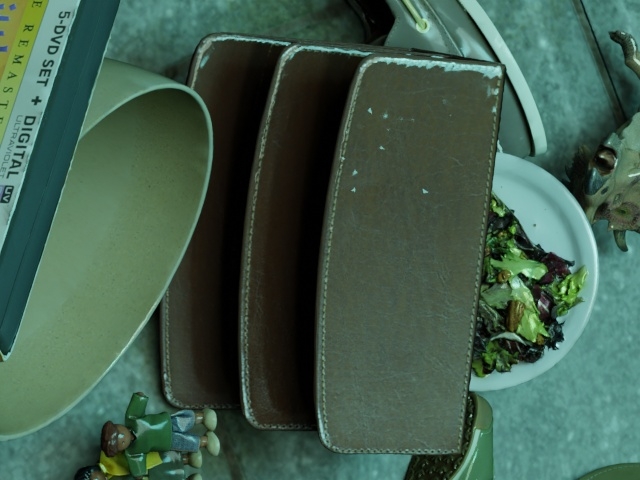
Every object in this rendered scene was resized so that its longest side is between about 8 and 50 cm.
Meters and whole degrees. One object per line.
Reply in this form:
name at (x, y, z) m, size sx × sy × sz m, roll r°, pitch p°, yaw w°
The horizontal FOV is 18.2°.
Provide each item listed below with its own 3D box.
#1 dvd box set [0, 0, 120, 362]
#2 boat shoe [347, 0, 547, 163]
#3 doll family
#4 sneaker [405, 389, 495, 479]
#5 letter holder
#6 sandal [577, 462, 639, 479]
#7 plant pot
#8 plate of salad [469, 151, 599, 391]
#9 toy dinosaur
dvd box set at (-0.362, -0.081, 1.297) m, size 0.420 × 0.062 × 0.308 m, roll 5°, pitch 60°, yaw 15°
boat shoe at (0.073, -0.190, 1.661) m, size 0.096 × 0.116 × 0.324 m, roll -35°, pitch 100°, yaw -11°
doll family at (-0.139, 0.212, 1.521) m, size 0.111 × 0.076 × 0.193 m, roll -3°, pitch 86°, yaw -30°
sneaker at (0.115, 0.227, 1.646) m, size 0.086 × 0.064 × 0.192 m, roll 35°, pitch 64°, yaw -32°
letter holder at (0.000, 0.000, 1.529) m, size 0.214 × 0.152 × 0.302 m, roll 3°, pitch 98°, yaw -22°
sandal at (0.232, 0.256, 1.690) m, size 0.240 × 0.088 × 0.079 m, roll -11°, pitch 124°, yaw -42°
plant pot at (-0.236, -0.026, 1.429) m, size 0.191 × 0.284 × 0.284 m, roll 29°, pitch 67°, yaw 18°
plate of salad at (0.129, 0.025, 1.640) m, size 0.200 × 0.048 × 0.200 m, roll 0°, pitch 87°, yaw 9°
toy dinosaur at (0.321, -0.056, 1.753) m, size 0.295 × 0.127 × 0.200 m, roll 28°, pitch 79°, yaw -31°
